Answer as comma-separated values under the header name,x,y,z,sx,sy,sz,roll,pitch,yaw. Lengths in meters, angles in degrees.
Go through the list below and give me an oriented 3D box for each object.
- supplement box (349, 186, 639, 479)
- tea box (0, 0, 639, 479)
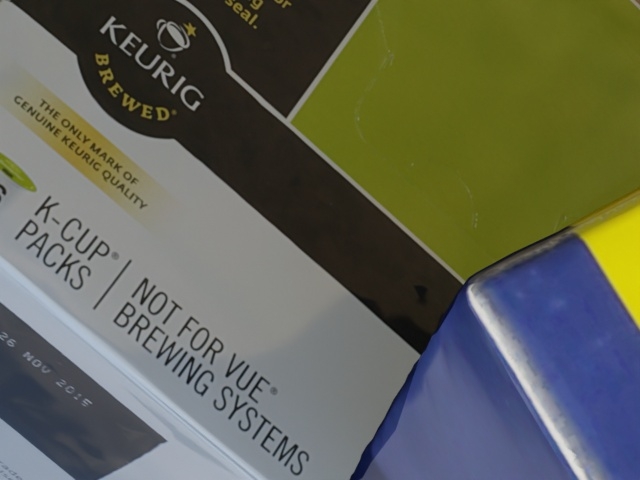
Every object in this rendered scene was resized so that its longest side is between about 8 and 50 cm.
name,x,y,z,sx,sy,sz,roll,pitch,yaw
supplement box,0.215,0.042,0.450,0.195,0.356,0.194,59,165,14
tea box,0.000,0.000,0.729,0.329,0.323,0.220,42,146,-12
